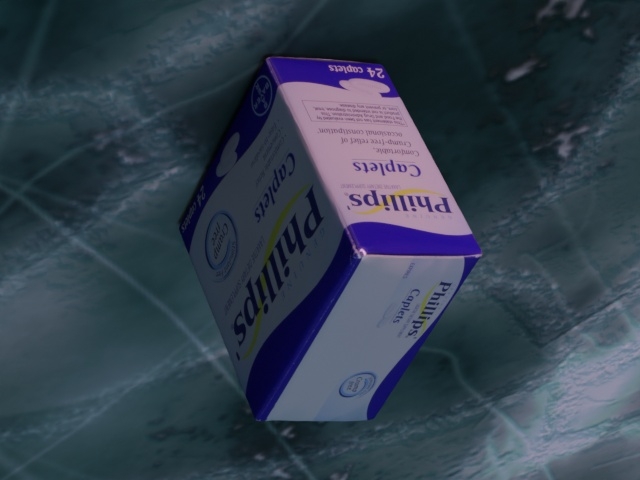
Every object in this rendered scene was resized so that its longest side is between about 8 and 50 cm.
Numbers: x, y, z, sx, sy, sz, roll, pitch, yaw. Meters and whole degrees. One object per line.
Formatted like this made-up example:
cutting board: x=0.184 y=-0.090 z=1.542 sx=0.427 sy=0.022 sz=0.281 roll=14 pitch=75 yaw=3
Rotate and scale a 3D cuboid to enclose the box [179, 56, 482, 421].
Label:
box: x=0.000 y=0.000 z=0.963 sx=0.072 sy=0.137 sz=0.126 roll=2 pitch=135 yaw=-32
